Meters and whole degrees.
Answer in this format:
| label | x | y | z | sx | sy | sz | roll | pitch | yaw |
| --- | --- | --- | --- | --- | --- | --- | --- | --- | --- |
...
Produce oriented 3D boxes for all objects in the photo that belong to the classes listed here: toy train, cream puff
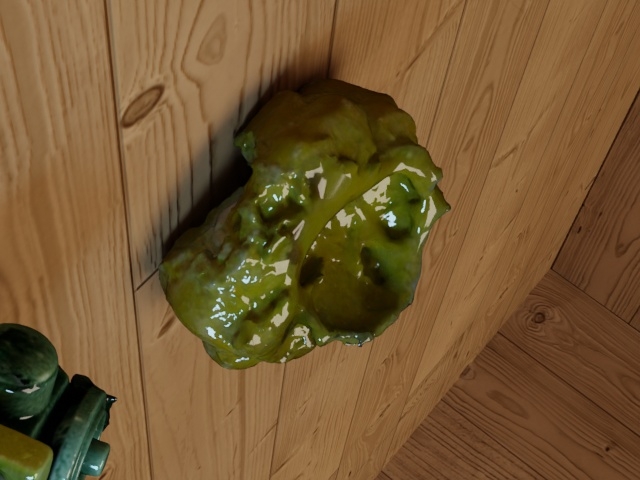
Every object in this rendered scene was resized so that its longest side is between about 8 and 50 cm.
| label | x | y | z | sx | sy | sz | roll | pitch | yaw |
| --- | --- | --- | --- | --- | --- | --- | --- | --- | --- |
| toy train | -0.250 | 0.220 | 0.832 | 0.237 | 0.150 | 0.369 | -66 | 178 | -54 |
| cream puff | -0.001 | 0.001 | 1.126 | 0.282 | 0.185 | 0.282 | -49 | 169 | -14 |
